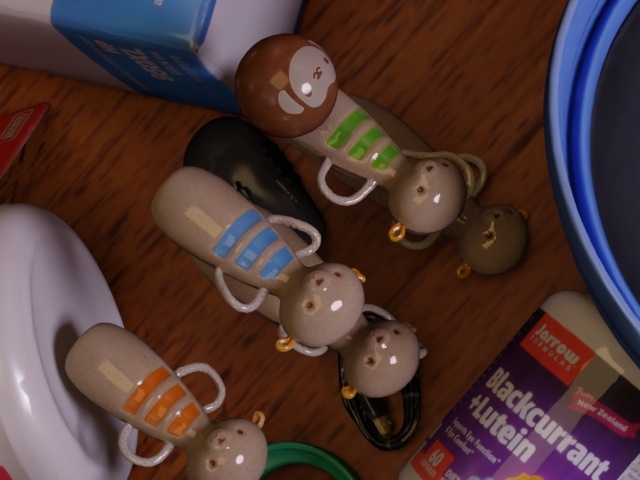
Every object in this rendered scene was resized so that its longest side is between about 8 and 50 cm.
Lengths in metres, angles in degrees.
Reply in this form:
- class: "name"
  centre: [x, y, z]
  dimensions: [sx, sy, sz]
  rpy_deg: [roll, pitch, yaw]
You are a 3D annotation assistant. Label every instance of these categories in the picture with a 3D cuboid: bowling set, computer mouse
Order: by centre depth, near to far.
- class: "bowling set"
  centre: [0.000, 0.000, 0.873]
  dimensions: [0.154, 0.200, 0.287]
  rpy_deg: [37, 65, 14]
- class: "computer mouse"
  centre: [-0.012, 0.023, 0.999]
  dimensions: [0.071, 0.041, 0.242]
  rpy_deg: [-37, 75, 6]

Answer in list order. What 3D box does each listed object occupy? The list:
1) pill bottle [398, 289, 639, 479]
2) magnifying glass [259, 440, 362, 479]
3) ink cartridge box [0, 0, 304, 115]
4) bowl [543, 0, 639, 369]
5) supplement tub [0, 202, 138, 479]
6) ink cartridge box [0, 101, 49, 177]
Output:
- class: "pill bottle"
  centre: [0.143, 0.097, 0.911]
  dimensions: [0.108, 0.108, 0.193]
  rpy_deg: [40, 92, 17]
- class: "magnifying glass"
  centre: [0.026, 0.220, 0.967]
  dimensions: [0.092, 0.026, 0.231]
  rpy_deg: [-40, 72, 6]
- class: "ink cartridge box"
  centre: [-0.196, -0.266, 1.030]
  dimensions: [0.395, 0.166, 0.285]
  rpy_deg: [13, 84, 17]
- class: "bowl"
  centre: [0.309, -0.048, 0.853]
  dimensions: [0.391, 0.077, 0.391]
  rpy_deg: [1, 71, -2]
- class: "supplement tub"
  centre: [-0.265, 0.099, 0.974]
  dimensions: [0.272, 0.191, 0.191]
  rpy_deg: [-15, 77, 11]
- class: "ink cartridge box"
  centre: [-0.310, -0.027, 0.975]
  dimensions: [0.239, 0.275, 0.060]
  rpy_deg: [-18, 111, 11]
